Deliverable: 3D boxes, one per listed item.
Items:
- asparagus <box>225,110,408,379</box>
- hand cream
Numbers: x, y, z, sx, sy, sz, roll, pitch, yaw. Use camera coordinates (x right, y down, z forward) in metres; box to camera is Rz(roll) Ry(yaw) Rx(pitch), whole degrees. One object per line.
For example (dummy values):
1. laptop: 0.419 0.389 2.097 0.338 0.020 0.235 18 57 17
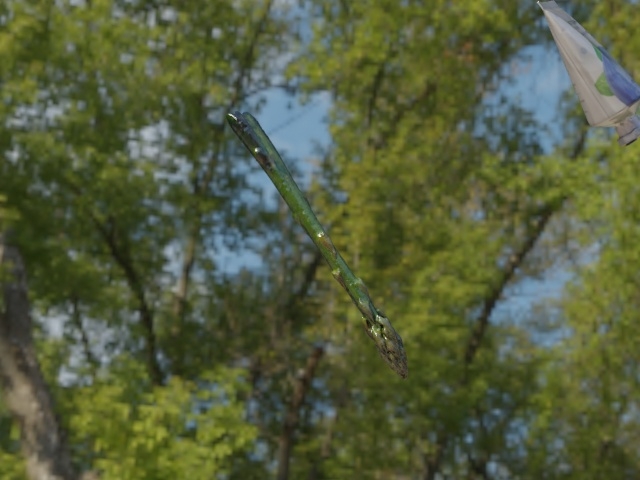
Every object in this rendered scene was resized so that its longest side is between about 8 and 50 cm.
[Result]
1. asparagus: 0.000 0.000 0.931 0.022 0.233 0.023 -30 -13 -10
2. hand cream: 0.232 -0.146 1.100 0.053 0.142 0.084 -31 -1 21
